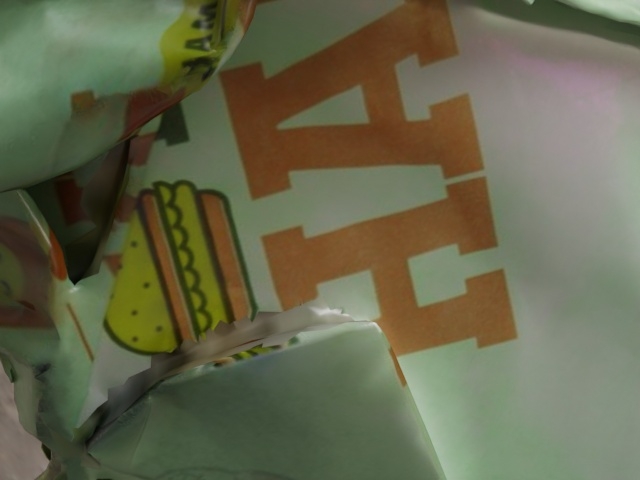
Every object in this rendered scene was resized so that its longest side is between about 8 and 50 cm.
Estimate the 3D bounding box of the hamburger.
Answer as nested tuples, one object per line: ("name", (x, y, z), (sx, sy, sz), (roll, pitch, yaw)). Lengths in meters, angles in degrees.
("hamburger", (-0.001, 0.003, 0.490), (0.214, 0.235, 0.125), (12, 30, -19))
